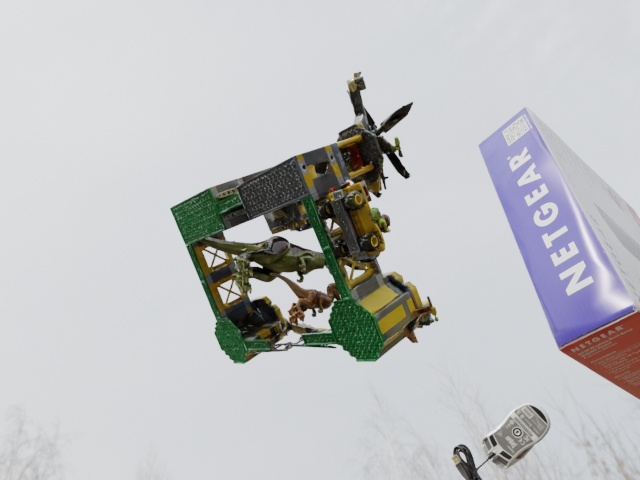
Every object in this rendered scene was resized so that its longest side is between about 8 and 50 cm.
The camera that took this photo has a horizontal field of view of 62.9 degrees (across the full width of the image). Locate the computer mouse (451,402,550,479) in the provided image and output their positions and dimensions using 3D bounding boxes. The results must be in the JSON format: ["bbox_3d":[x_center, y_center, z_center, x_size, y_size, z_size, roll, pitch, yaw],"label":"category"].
[{"bbox_3d":[0.338,0.376,0.954,0.193,0.106,0.042,-38,-37,-1],"label":"computer mouse"}]

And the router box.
[{"bbox_3d":[0.357,0.030,0.651,0.301,0.336,0.082,29,-52,-29],"label":"router box"}]

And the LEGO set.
[{"bbox_3d":[0.000,0.000,0.589,0.331,0.192,0.255,-28,-91,49],"label":"LEGO set"}]
